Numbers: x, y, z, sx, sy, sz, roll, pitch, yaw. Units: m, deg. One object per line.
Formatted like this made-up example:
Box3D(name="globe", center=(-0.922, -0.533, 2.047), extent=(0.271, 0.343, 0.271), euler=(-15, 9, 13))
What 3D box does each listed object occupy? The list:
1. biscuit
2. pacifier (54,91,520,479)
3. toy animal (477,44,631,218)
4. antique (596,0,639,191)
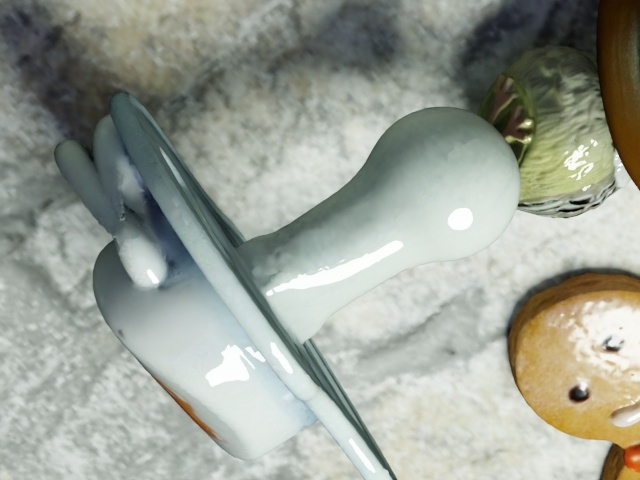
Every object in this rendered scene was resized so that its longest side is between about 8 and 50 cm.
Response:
Box3D(name="biscuit", center=(0.266, 0.121, 1.223), extent=(0.324, 0.049, 0.205), euler=(30, 115, -13))
Box3D(name="pacifier", center=(0.000, 0.000, 1.056), extent=(0.233, 0.244, 0.299), euler=(-30, 143, 3))
Box3D(name="toy animal", center=(0.135, -0.051, 1.105), extent=(0.098, 0.098, 0.137), euler=(22, 132, -12))
Box3D(name="antique", center=(0.252, -0.114, 1.017), extent=(0.224, 0.129, 0.278), euler=(-17, 108, -18))
